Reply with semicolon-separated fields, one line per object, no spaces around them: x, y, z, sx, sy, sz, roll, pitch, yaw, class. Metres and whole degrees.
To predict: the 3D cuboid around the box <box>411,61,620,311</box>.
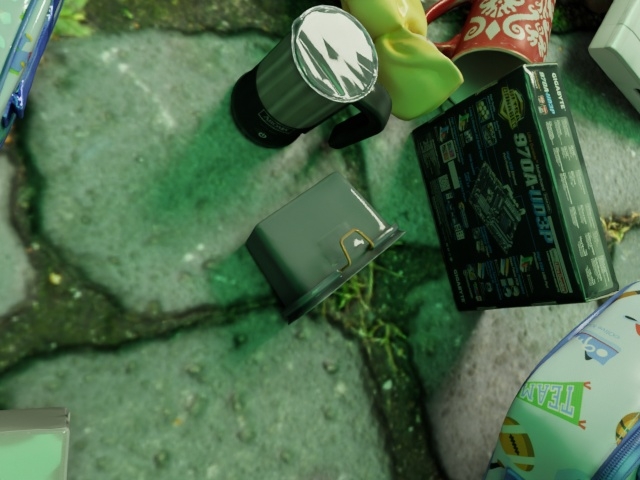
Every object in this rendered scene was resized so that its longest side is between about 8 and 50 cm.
0.186;-0.041;0.561;0.051;0.175;0.221;-12;85;-26;box

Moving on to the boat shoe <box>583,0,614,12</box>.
0.421;-0.466;0.792;0.123;0.123;0.342;50;49;-43;boat shoe

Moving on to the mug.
0.206;-0.256;0.646;0.150;0.113;0.169;30;67;-19;mug

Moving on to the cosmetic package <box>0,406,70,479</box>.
-0.283;0.163;0.337;0.237;0.127;0.107;6;78;-22;cosmetic package

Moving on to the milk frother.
0.001;-0.169;0.518;0.129;0.134;0.143;11;77;-29;milk frother

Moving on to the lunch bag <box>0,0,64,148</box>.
-0.297;-0.171;0.407;0.176;0.090;0.219;17;74;-20;lunch bag

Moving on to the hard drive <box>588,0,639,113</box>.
0.520;-0.353;0.750;0.233;0.047;0.353;27;91;-32;hard drive

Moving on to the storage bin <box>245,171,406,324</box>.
0.000;0.000;0.519;0.135;0.098;0.091;-38;87;-25;storage bin

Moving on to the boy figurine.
0.068;-0.268;0.566;0.177;0.092;0.285;10;64;-63;boy figurine

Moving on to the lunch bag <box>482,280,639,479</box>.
0.241;0.199;0.503;0.243;0.115;0.304;-31;137;-28;lunch bag
